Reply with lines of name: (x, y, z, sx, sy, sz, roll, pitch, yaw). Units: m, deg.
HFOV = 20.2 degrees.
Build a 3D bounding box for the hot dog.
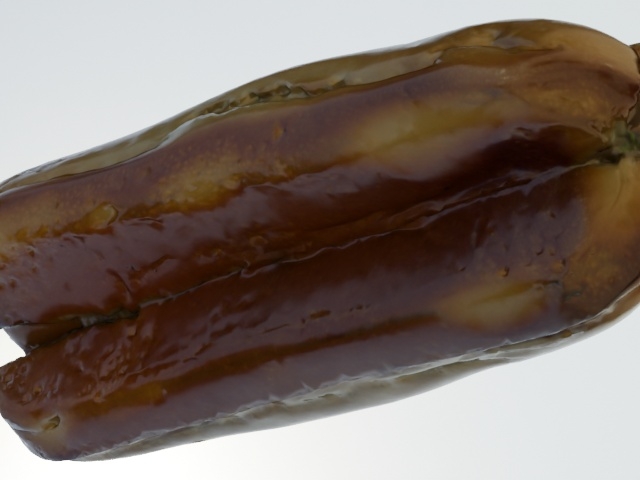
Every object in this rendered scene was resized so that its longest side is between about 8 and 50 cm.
hot dog: (0.000, 0.000, 0.705, 0.100, 0.337, 0.135, -24, -85, -60)
